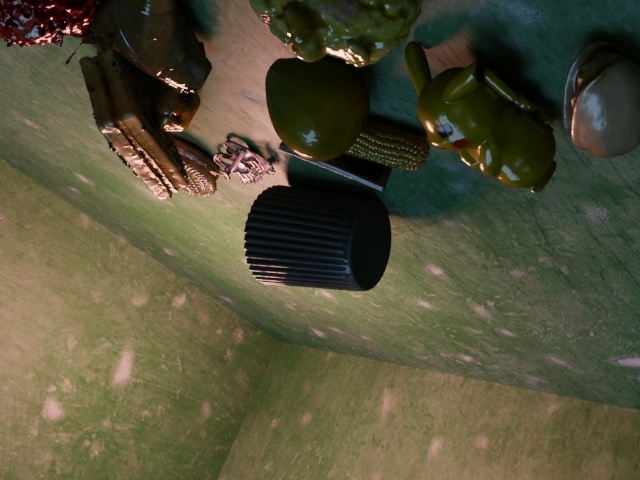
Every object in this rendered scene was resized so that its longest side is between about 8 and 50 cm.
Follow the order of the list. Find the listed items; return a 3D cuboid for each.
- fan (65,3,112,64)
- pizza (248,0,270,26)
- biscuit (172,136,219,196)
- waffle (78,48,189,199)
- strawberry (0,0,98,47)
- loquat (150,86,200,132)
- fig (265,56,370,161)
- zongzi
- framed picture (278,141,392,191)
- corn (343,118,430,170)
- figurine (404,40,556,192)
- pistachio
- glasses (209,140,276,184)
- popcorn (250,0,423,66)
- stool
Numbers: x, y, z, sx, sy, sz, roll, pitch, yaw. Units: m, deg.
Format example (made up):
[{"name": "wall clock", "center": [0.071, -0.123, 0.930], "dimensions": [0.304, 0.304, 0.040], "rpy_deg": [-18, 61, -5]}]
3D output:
[{"name": "fan", "center": [-0.497, -0.442, 1.616], "dimensions": [0.182, 0.310, 0.010], "rpy_deg": [33, 121, -23]}, {"name": "pizza", "center": [-0.109, -0.452, 1.457], "dimensions": [0.099, 0.029, 0.100], "rpy_deg": [37, 157, -28]}, {"name": "biscuit", "center": [-0.425, -0.226, 2.340], "dimensions": [0.259, 0.079, 0.259], "rpy_deg": [21, 160, 8]}, {"name": "waffle", "center": [-0.486, -0.301, 1.990], "dimensions": [0.261, 0.114, 0.376], "rpy_deg": [63, -179, 28]}, {"name": "strawberry", "center": [-0.560, -0.532, 1.411], "dimensions": [0.292, 0.292, 0.343], "rpy_deg": [23, 154, 4]}, {"name": "loquat", "center": [-0.365, -0.337, 1.917], "dimensions": [0.113, 0.137, 0.137], "rpy_deg": [52, 159, 1]}, {"name": "fig", "center": [-0.009, -0.274, 1.557], "dimensions": [0.230, 0.207, 0.207], "rpy_deg": [39, 174, 40]}, {"name": "zongzi", "center": [-0.301, -0.430, 1.569], "dimensions": [0.274, 0.145, 0.300], "rpy_deg": [35, 157, -33]}, {"name": "framed picture", "center": [0.042, -0.194, 1.769], "dimensions": [0.260, 0.189, 0.023], "rpy_deg": [23, 116, 3]}, {"name": "corn", "center": [0.106, -0.227, 1.696], "dimensions": [0.293, 0.106, 0.106], "rpy_deg": [16, 159, 14]}, {"name": "figurine", "center": [0.296, -0.218, 1.372], "dimensions": [0.326, 0.169, 0.218], "rpy_deg": [26, -175, -24]}, {"name": "pistachio", "center": [0.465, -0.223, 1.229], "dimensions": [0.144, 0.144, 0.215], "rpy_deg": [13, 152, 30]}, {"name": "glasses", "center": [-0.223, -0.198, 2.161], "dimensions": [0.162, 0.095, 0.255], "rpy_deg": [21, 164, -17]}, {"name": "popcorn", "center": [0.032, -0.378, 1.185], "dimensions": [0.259, 0.259, 0.212], "rpy_deg": [20, -175, 13]}, {"name": "stool", "center": [0.000, 0.000, 2.126], "dimensions": [0.330, 0.297, 0.297], "rpy_deg": [7, 155, 32]}]
